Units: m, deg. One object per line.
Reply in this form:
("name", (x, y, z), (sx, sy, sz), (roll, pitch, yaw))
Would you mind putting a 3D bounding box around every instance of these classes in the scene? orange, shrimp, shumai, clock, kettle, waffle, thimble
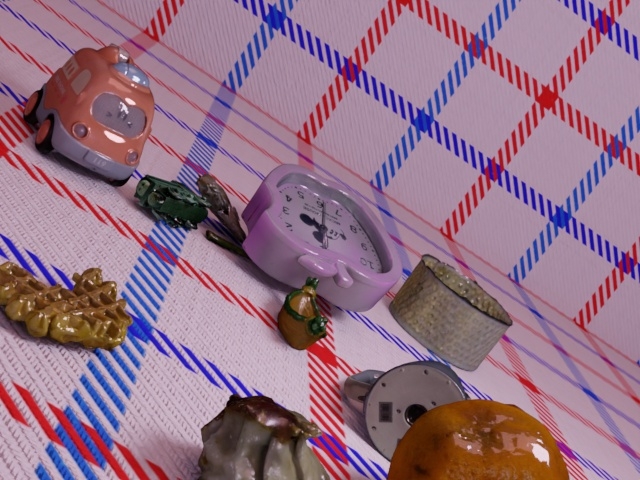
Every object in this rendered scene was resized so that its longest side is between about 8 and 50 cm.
("orange", (0.214, 0.329, 1.334), (0.249, 0.249, 0.183), (34, -4, -5))
("shrimp", (-0.193, -0.063, 1.937), (0.126, 0.047, 0.223), (53, -5, 26))
("shumai", (-0.047, 0.246, 1.115), (0.184, 0.142, 0.184), (31, 15, -9))
("clock", (0.000, 0.000, 1.953), (0.338, 0.102, 0.339), (28, 30, -18))
("kettle", (0.142, 0.263, 1.611), (0.210, 0.160, 0.243), (8, 1, 11))
("waffle", (-0.320, 0.079, 1.220), (0.194, 0.051, 0.149), (15, 23, -45))
("thimble", (0.303, 0.168, 2.290), (0.270, 0.150, 0.271), (33, 13, -8))

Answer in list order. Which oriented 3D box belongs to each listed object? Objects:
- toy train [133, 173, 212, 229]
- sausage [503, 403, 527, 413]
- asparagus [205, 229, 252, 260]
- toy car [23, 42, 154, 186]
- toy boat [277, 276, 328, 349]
("toy train", (-0.280, -0.075, 1.843), (0.111, 0.071, 0.170), (36, 8, 26))
("sausage", (0.318, 0.350, 1.827), (0.089, 0.083, 0.300), (40, 16, 32))
("asparagus", (-0.126, 0.038, 1.940), (0.232, 0.022, 0.023), (28, -30, -23))
("toy car", (-0.405, -0.246, 1.804), (0.180, 0.212, 0.270), (27, 16, -36))
("toy boat", (-0.023, 0.131, 1.715), (0.089, 0.088, 0.229), (33, 12, -13))
